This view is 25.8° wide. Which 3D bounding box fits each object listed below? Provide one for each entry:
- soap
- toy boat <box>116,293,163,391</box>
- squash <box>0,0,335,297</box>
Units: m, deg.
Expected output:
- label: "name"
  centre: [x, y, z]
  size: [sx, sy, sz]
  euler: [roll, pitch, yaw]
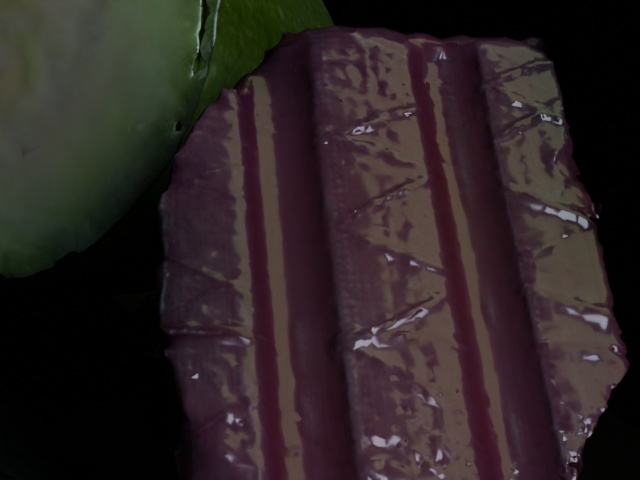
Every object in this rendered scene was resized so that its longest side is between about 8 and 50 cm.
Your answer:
- label: "soap"
  centre: [0.023, 0.047, 0.543]
  size: [0.182, 0.112, 0.289]
  euler: [-2, 52, -8]
- label: "toy boat"
  centre: [-0.011, 0.106, 0.763]
  size: [0.226, 0.068, 0.088]
  euler: [35, 10, 4]
- label: "squash"
  centre: [-0.135, -0.095, 0.771]
  size: [0.263, 0.263, 0.384]
  euler: [35, 5, 8]
